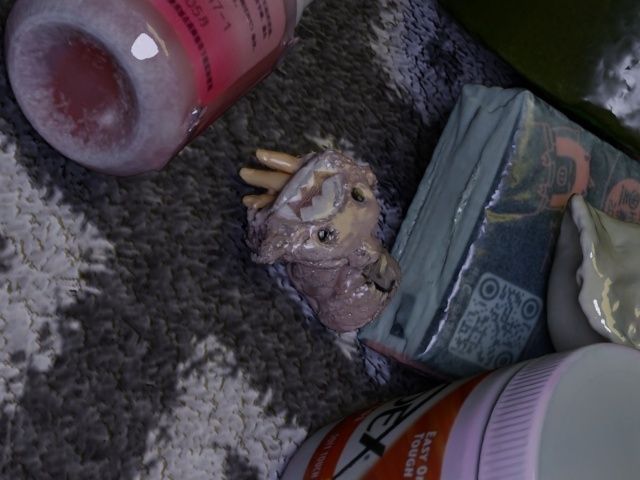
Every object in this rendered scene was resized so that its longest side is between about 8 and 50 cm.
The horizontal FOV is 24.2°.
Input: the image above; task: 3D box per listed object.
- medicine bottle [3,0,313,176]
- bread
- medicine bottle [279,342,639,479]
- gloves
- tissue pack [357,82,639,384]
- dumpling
[{"bbox_3d":[-0.093,-0.154,1.011,0.147,0.147,0.247,56,41,-13],"label":"medicine bottle"},{"bbox_3d":[0.272,-0.159,1.321,0.382,0.129,0.366,35,13,2],"label":"bread"},{"bbox_3d":[0.126,0.215,1.007,0.252,0.241,0.252,22,59,-41],"label":"medicine bottle"},{"bbox_3d":[0.006,-0.003,1.093,0.144,0.094,0.110,41,59,-38],"label":"gloves"},{"bbox_3d":[0.201,0.036,1.213,0.315,0.103,0.228,25,88,-37],"label":"tissue pack"},{"bbox_3d":[0.234,0.068,1.090,0.229,0.124,0.151,48,18,-36],"label":"dumpling"}]
